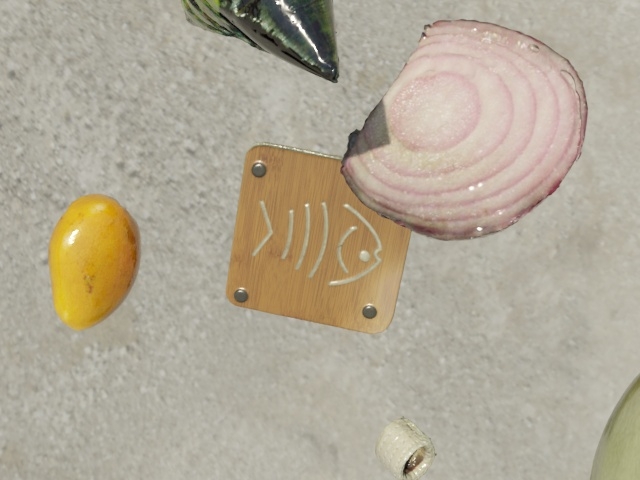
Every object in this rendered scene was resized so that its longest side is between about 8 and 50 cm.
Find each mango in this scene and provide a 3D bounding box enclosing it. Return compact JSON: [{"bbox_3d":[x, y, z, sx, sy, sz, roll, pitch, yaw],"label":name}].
[{"bbox_3d":[-0.347,0.040,1.339,0.141,0.102,0.217,5,106,-56],"label":"mango"}]

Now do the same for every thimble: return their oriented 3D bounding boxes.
[{"bbox_3d":[0.170,0.425,1.764,0.102,0.090,0.115,-7,124,-38],"label":"thimble"}]

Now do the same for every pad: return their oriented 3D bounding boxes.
[{"bbox_3d":[0.000,0.000,1.404,0.284,0.018,0.287,11,109,4],"label":"pad"}]

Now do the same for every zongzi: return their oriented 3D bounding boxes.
[{"bbox_3d":[-0.064,-0.356,1.231,0.319,0.383,0.362,-37,87,13],"label":"zongzi"}]

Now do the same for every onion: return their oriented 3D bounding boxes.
[{"bbox_3d":[0.171,-0.099,0.948,0.250,0.247,0.111,-55,144,-9],"label":"onion"}]

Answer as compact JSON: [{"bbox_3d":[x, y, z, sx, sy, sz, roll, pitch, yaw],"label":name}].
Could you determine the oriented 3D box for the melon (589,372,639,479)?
[{"bbox_3d":[0.236,0.162,0.314,0.271,0.308,0.272,-8,140,-7],"label":"melon"}]
